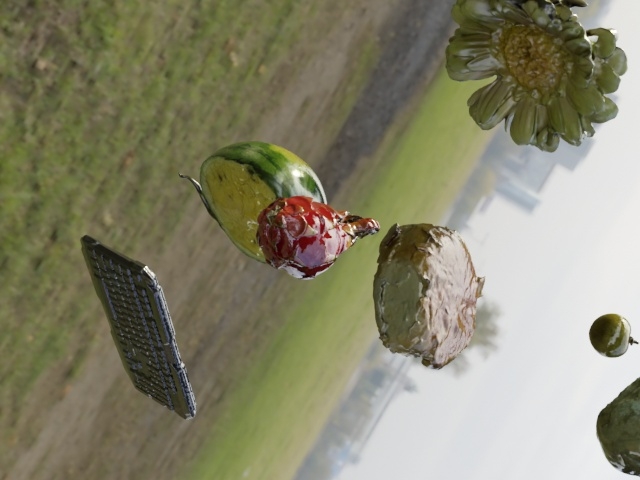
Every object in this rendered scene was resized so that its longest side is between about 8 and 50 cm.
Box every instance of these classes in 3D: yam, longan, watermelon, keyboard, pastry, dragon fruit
[{"bbox_3d":[0.442,0.142,1.240,0.330,0.133,0.133,-31,172,-3],"label":"yam"},{"bbox_3d":[0.486,0.158,1.903,0.075,0.083,0.075,10,90,-89],"label":"longan"},{"bbox_3d":[-0.074,-0.065,1.679,0.127,0.204,0.232,-45,-166,-26],"label":"watermelon"},{"bbox_3d":[-0.187,0.097,1.198,0.016,0.106,0.262,-50,151,-30],"label":"keyboard"},{"bbox_3d":[0.157,0.075,1.710,0.218,0.100,0.229,-49,130,-43],"label":"pastry"},{"bbox_3d":[0.000,0.000,1.298,0.190,0.094,0.094,6,118,-52],"label":"dragon fruit"}]

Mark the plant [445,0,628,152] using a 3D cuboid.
[{"bbox_3d":[0.361,-0.301,1.773,0.297,0.306,0.261,-26,166,-7],"label":"plant"}]
